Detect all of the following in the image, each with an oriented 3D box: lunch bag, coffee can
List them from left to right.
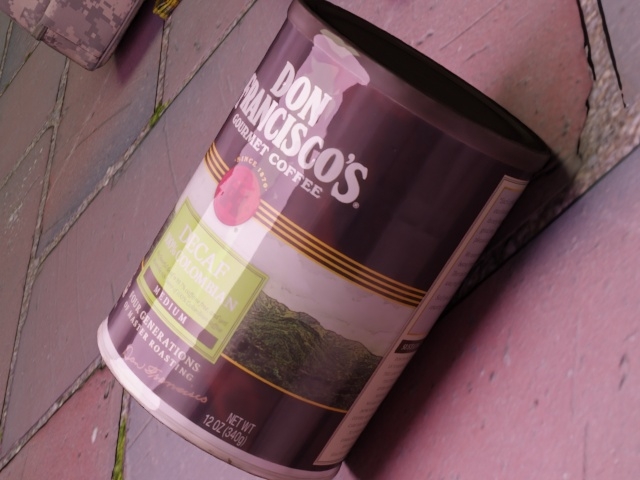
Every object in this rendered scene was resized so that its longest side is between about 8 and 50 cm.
[{"bbox_3d":[-0.328,-0.423,1.951,0.305,0.256,0.212,-55,13,21],"label":"lunch bag"},{"bbox_3d":[0.000,0.000,1.005,0.275,0.202,0.201,-58,25,14],"label":"coffee can"}]

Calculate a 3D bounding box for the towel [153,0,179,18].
[{"bbox_3d":[-0.146,-0.397,1.884,0.237,0.021,0.102,-46,31,33],"label":"towel"}]
